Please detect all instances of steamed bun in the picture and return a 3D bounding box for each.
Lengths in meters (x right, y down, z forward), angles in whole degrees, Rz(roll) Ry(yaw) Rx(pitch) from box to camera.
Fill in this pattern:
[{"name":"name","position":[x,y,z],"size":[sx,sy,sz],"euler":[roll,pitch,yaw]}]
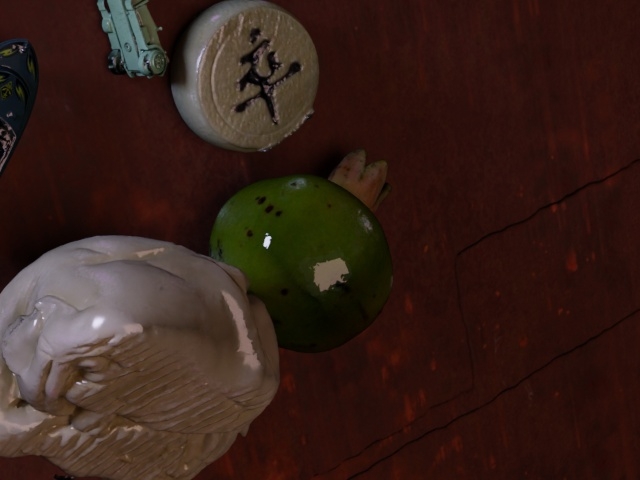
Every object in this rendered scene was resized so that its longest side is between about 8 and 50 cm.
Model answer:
[{"name":"steamed bun","position":[-0.225,0.116,1.601],"size":[0.346,0.237,0.394],"euler":[-8,144,-6]}]

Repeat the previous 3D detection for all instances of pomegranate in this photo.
[{"name":"pomegranate","position":[0.000,0.000,1.756],"size":[0.302,0.236,0.236],"euler":[-48,125,-31]}]

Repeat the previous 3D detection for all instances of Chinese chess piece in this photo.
[{"name":"Chinese chess piece","position":[-0.090,-0.201,1.711],"size":[0.188,0.083,0.188],"euler":[-11,110,-32]}]

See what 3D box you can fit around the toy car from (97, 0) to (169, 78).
[{"name":"toy car","position":[-0.221,-0.254,1.610],"size":[0.054,0.073,0.143],"euler":[-39,122,-41]}]

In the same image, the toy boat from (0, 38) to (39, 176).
[{"name":"toy boat","position":[-0.374,-0.110,1.518],"size":[0.093,0.103,0.246],"euler":[33,79,-36]}]
